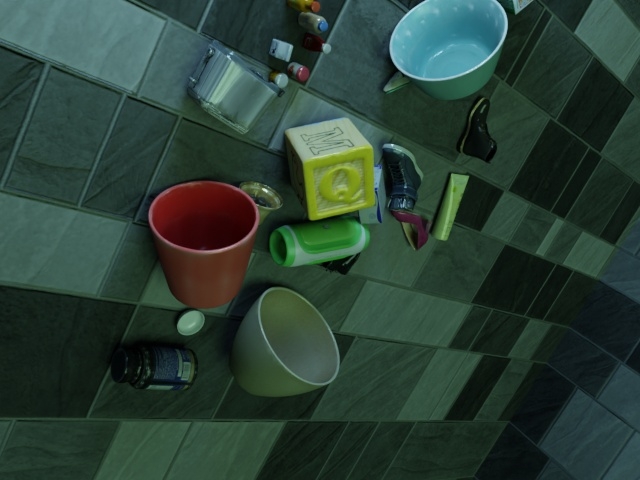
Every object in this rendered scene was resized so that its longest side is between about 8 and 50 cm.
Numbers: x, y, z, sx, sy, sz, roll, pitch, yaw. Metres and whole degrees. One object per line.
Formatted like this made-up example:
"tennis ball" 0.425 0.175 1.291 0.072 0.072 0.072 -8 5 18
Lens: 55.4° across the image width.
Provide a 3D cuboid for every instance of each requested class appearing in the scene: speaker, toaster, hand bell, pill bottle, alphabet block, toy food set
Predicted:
"speaker" 0.000 0.000 1.836 0.296 0.131 0.131 -10 123 -33
"toaster" -0.206 -0.355 1.454 0.227 0.129 0.146 27 103 -46
"hand bell" -0.208 -0.031 1.695 0.126 0.126 0.242 2 128 -38
"pill bottle" -0.465 0.356 1.713 0.219 0.123 0.123 16 107 -42
"alphabet block" 0.025 -0.197 1.651 0.193 0.197 0.192 -15 126 -10
"toy food set" -0.045 -0.480 1.509 0.111 0.104 0.232 3 115 -39

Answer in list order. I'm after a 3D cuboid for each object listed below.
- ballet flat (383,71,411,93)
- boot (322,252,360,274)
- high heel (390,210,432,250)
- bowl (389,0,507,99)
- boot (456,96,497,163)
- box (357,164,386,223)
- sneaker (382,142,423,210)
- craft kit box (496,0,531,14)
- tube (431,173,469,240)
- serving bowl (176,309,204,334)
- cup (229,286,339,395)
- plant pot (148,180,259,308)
"ballet flat" 0.242 -0.475 1.781 0.168 0.057 0.052 -27 101 -26
"boot" 0.067 0.055 1.984 0.099 0.045 0.121 23 102 -40
"high heel" 0.296 -0.038 2.072 0.244 0.082 0.117 18 96 -56
"bowl" 0.362 -0.510 1.676 0.311 0.311 0.163 -45 144 -5
"boot" 0.549 -0.362 2.017 0.077 0.137 0.198 -2 117 -37
"box" 0.153 -0.140 1.852 0.072 0.137 0.126 -2 130 14
"sneaker" 0.243 -0.185 1.896 0.226 0.086 0.163 42 62 -45
"craft kit box" 0.526 -0.736 1.682 0.246 0.250 0.061 -42 134 -6
"tube" 0.457 -0.120 2.161 0.070 0.062 0.240 -43 150 -72
"serving bowl" -0.380 0.232 1.765 0.083 0.027 0.083 -19 126 -27
"cup" -0.139 0.343 1.853 0.237 0.331 0.331 -39 140 26
"plant pot" -0.294 0.024 1.549 0.275 0.275 0.243 -18 138 -28
